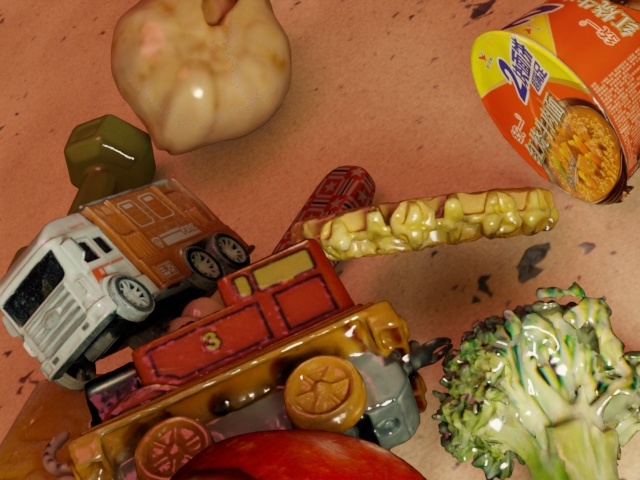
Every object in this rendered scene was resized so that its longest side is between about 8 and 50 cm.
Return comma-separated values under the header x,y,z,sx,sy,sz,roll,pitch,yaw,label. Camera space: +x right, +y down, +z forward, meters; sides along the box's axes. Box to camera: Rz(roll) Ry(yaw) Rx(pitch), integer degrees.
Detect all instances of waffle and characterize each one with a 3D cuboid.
x,y,z,sx,sy,sz,roll,pitch,yaw,label
0.099,-0.016,1.830,0.249,0.056,0.253,-8,-1,-26,waffle

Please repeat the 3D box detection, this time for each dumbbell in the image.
x,y,z,sx,sy,sz,roll,pitch,yaw,label
-0.295,-0.026,2.286,0.121,0.108,0.302,-17,38,31,dumbbell

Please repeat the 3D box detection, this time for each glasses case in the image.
x,y,z,sx,sy,sz,roll,pitch,yaw,label
0.000,0.000,2.008,0.073,0.049,0.194,4,52,46,glasses case

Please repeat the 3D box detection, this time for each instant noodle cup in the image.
x,y,z,sx,sy,sz,roll,pitch,yaw,label
0.281,-0.167,1.806,0.174,0.213,0.213,-39,30,-18,instant noodle cup

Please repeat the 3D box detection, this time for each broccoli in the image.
x,y,z,sx,sy,sz,roll,pitch,yaw,label
0.226,0.174,1.520,0.199,0.177,0.275,-17,54,-29,broccoli

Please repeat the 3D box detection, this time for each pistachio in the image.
x,y,z,sx,sy,sz,roll,pitch,yaw,label
-0.149,-0.233,2.301,0.321,0.229,0.238,-89,23,-61,pistachio

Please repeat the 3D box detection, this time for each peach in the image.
x,y,z,sx,sy,sz,roll,pitch,yaw,label
0.003,0.278,1.481,0.245,0.248,0.275,-32,42,-24,peach

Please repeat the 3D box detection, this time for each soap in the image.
x,y,z,sx,sy,sz,roll,pitch,yaw,label
-0.284,0.272,1.922,0.173,0.089,0.274,-7,44,38,soap

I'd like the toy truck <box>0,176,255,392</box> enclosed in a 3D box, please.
x,y,z,sx,sy,sz,roll,pitch,yaw,label
-0.213,0.033,1.945,0.136,0.162,0.305,-48,-11,27,toy truck

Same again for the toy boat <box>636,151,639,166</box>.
x,y,z,sx,sy,sz,roll,pitch,yaw,label
0.367,-0.045,1.664,0.075,0.077,0.185,-48,33,-13,toy boat

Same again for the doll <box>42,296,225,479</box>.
x,y,z,sx,sy,sz,roll,pitch,yaw,label
-0.153,0.173,1.845,0.278,0.119,0.154,-40,52,-17,doll

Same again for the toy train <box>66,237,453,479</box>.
x,y,z,sx,sy,sz,roll,pitch,yaw,label
-0.058,0.145,1.704,0.369,0.163,0.231,-24,49,-4,toy train
